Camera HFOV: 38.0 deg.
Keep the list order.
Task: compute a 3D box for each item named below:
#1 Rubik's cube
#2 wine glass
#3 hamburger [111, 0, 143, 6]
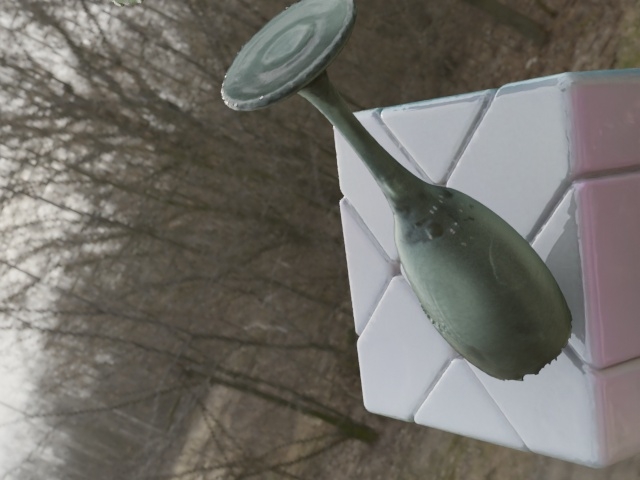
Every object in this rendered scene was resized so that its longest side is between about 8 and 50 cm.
[{"bbox_3d":[0.236,0.006,0.906,0.322,0.316,0.318,0,98,57],"label":"Rubik's cube"},{"bbox_3d":[0.000,0.000,0.675,0.264,0.309,0.096,-17,42,33],"label":"wine glass"},{"bbox_3d":[-0.195,-0.354,0.866,0.212,0.274,0.274,-27,-13,-25],"label":"hamburger"}]
